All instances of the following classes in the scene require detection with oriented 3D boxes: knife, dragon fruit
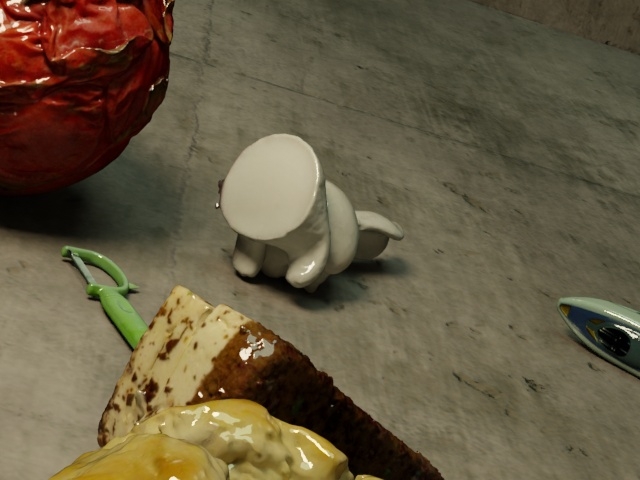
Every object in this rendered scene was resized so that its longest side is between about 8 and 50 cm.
[{"bbox_3d":[-0.144,0.059,1.254,0.054,0.015,0.212,16,17,-34],"label":"knife"},{"bbox_3d":[-0.268,-0.173,1.376,0.277,0.277,0.342,6,-15,-33],"label":"dragon fruit"}]

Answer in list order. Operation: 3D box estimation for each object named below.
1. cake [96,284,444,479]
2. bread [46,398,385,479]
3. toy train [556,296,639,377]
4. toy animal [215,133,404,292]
[{"bbox_3d":[-0.010,0.105,1.076,0.246,0.135,0.112,4,23,-38],"label":"cake"},{"bbox_3d":[-0.046,0.174,0.859,0.244,0.134,0.244,19,17,-6],"label":"bread"},{"bbox_3d":[0.327,0.116,1.489,0.251,0.055,0.048,24,29,15],"label":"toy train"},{"bbox_3d":[-0.003,0.000,1.464,0.103,0.131,0.221,-7,-20,23],"label":"toy animal"}]
